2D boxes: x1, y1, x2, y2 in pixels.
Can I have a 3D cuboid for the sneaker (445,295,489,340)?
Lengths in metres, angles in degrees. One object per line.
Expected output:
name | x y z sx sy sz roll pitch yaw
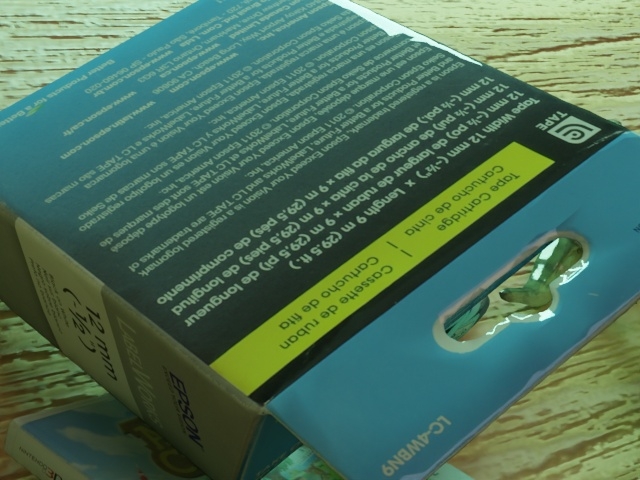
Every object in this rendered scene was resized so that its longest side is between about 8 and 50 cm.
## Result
sneaker | 0.065 0.027 0.836 0.122 0.110 0.283 56 29 -18

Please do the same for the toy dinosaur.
toy dinosaur | 0.226 0.002 1.027 0.118 0.064 0.268 30 41 4

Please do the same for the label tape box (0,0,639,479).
label tape box | 0.000 0.000 0.665 0.249 0.115 0.348 -35 50 -27

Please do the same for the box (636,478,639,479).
box | 0.215 0.299 0.632 0.215 0.168 0.345 -10 57 -41

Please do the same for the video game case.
video game case | -0.022 0.126 0.664 0.193 0.023 0.212 29 21 29
